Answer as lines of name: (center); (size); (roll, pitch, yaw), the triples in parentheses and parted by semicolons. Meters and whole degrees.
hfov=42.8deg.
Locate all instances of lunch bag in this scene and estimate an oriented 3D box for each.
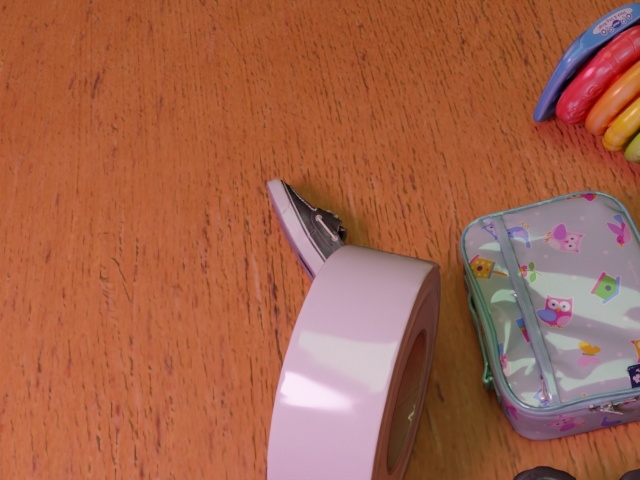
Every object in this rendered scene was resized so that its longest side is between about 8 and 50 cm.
lunch bag: (0.281, 0.085, 0.946); (0.223, 0.108, 0.279); (-12, 55, 1)

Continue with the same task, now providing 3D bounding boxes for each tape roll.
tape roll: (0.044, 0.150, 0.832); (0.100, 0.286, 0.286); (12, 59, 17)

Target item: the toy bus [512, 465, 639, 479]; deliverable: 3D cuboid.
toy bus: (0.255, 0.328, 0.735); (0.220, 0.150, 0.211); (-3, 41, 5)

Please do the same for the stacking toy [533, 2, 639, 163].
stacking toy: (0.445, -0.148, 1.074); (0.175, 0.166, 0.302); (-33, 72, -18)

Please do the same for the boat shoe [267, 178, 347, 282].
boat shoe: (0.000, 0.000, 1.072); (0.070, 0.078, 0.219); (-27, 64, -9)
